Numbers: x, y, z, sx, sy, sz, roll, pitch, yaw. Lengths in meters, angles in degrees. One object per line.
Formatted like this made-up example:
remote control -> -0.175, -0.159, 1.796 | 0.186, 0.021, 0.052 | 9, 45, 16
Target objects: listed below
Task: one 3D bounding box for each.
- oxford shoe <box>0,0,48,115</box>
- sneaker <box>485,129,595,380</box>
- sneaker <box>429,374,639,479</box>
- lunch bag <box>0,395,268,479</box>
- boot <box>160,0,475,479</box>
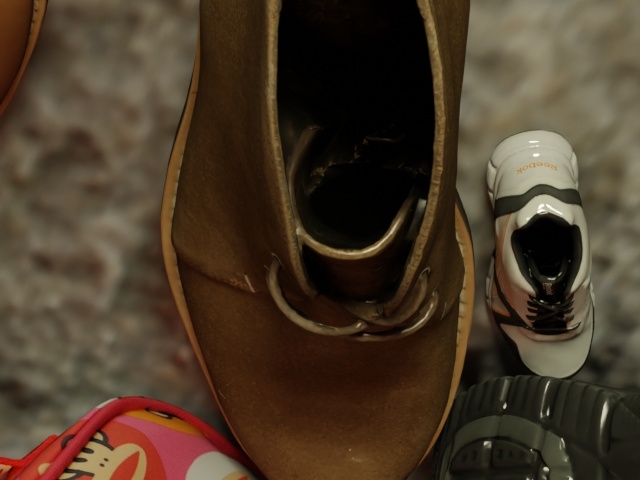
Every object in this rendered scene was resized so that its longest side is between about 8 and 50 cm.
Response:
oxford shoe -> -0.159, -0.024, 0.558 | 0.076, 0.076, 0.212 | 33, 122, -22
sneaker -> 0.078, 0.015, 0.607 | 0.040, 0.043, 0.109 | -10, 131, 6
sneaker -> 0.162, 0.084, 0.581 | 0.130, 0.109, 0.286 | 11, 169, -32
lunch bag -> -0.077, 0.186, 0.582 | 0.258, 0.293, 0.120 | 47, 119, -3
boot -> 0.000, 0.000, 0.551 | 0.112, 0.115, 0.305 | -1, 131, 0
